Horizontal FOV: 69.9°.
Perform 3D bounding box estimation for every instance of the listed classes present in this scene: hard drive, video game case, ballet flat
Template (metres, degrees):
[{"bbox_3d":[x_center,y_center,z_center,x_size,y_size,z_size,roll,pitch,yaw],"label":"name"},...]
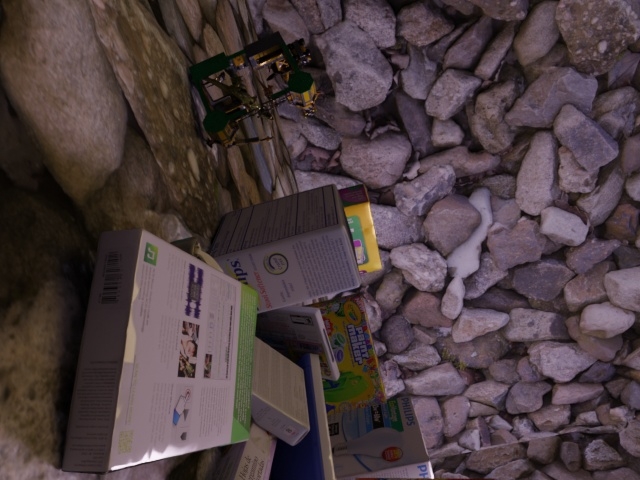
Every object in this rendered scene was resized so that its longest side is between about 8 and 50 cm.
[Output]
[{"bbox_3d":[-0.048,0.429,0.954,0.210,0.040,0.318,-53,-147,37],"label":"hard drive"},{"bbox_3d":[-0.072,0.228,1.050,0.023,0.213,0.193,-47,129,-48],"label":"video game case"},{"bbox_3d":[-0.185,0.084,0.771,0.072,0.068,0.213,-108,176,-57],"label":"ballet flat"}]

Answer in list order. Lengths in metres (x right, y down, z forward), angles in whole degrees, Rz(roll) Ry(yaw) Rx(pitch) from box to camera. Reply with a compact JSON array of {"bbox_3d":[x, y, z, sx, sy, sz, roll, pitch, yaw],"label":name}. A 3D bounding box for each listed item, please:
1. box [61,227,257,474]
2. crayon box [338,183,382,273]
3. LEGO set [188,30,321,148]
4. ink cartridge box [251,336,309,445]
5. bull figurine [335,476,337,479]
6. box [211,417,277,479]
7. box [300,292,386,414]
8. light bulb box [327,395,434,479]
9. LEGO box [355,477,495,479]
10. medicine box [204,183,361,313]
[{"bbox_3d":[-0.168,0.145,0.582,0.322,0.059,0.232,49,39,-65],"label":"box"},{"bbox_3d":[0.000,0.000,1.515,0.106,0.364,0.312,-99,173,-47],"label":"crayon box"},{"bbox_3d":[-0.161,-0.355,1.164,0.254,0.332,0.192,57,-3,17],"label":"LEGO set"},{"bbox_3d":[-0.126,0.252,0.863,0.232,0.066,0.189,35,12,-15],"label":"ink cartridge box"},{"bbox_3d":[0.017,0.718,1.177,0.188,0.101,0.309,-89,176,-71],"label":"bull figurine"},{"bbox_3d":[-0.121,0.356,0.785,0.063,0.067,0.324,49,9,-6],"label":"box"},{"bbox_3d":[0.015,0.320,1.292,0.177,0.280,0.289,37,39,-83],"label":"box"},{"bbox_3d":[0.191,0.763,1.590,0.358,0.362,0.225,-86,163,-76],"label":"light bulb box"},{"bbox_3d":[0.257,0.868,1.197,0.193,0.373,0.499,-95,-171,-63],"label":"LEGO box"},{"bbox_3d":[-0.077,0.014,1.010,0.263,0.290,0.149,-93,166,-65],"label":"medicine box"}]
